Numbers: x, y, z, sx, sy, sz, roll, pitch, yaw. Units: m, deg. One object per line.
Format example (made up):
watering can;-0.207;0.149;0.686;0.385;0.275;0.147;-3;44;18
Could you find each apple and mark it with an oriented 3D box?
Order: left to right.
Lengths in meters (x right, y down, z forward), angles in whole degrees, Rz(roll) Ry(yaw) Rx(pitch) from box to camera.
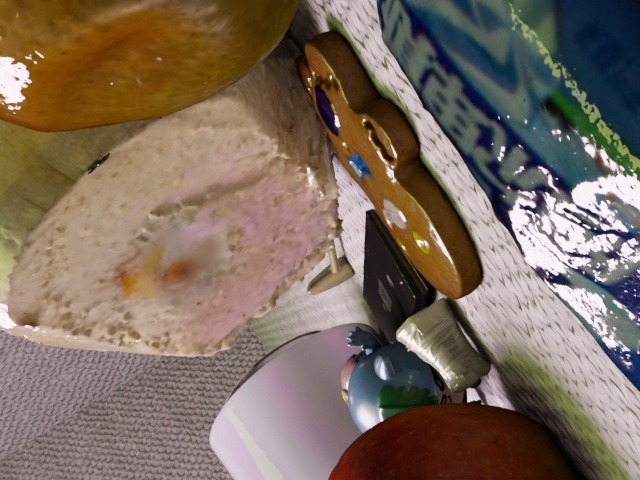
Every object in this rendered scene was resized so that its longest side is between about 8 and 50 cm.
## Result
apple;0.121;0.237;1.090;0.230;0.230;0.230;56;172;13

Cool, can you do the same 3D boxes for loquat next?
loquat;-0.152;-0.211;0.845;0.276;0.284;0.276;175;90;-65

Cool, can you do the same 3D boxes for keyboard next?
keyboard;0.077;0.054;1.295;0.106;0.027;0.317;60;172;14

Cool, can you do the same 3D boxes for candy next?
candy;0.102;-0.060;0.549;0.331;0.077;0.187;58;170;15

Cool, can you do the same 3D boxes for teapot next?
teapot;0.113;0.100;1.153;0.083;0.057;0.067;50;166;15

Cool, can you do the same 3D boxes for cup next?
cup;0.055;0.303;1.555;0.371;0.253;0.253;52;170;25

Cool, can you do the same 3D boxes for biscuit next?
biscuit;0.051;-0.055;1.018;0.236;0.039;0.180;56;171;1

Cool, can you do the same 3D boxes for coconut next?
coconut;-0.207;-0.098;1.183;0.404;0.404;0.404;56;172;13

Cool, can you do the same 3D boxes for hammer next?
hammer;0.000;0.000;1.473;0.028;0.060;0.195;54;167;31

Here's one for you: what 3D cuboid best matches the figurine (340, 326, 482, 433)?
figurine;0.086;0.142;1.270;0.178;0.144;0.114;-172;85;-74
